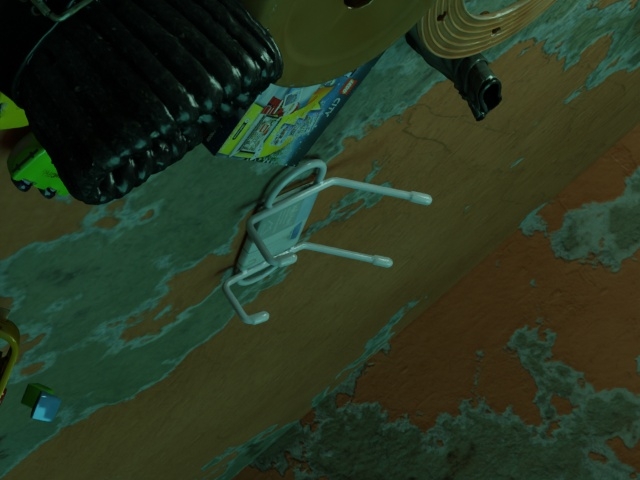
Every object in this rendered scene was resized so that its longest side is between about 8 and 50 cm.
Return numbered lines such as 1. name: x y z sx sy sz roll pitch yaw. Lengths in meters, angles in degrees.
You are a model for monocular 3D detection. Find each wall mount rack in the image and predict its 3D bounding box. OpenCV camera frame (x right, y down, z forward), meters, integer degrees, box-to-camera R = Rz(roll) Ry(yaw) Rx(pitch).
1. wall mount rack: 0.000 0.000 1.509 0.304 0.130 0.350 -26 160 -29

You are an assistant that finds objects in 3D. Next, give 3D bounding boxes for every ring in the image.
1. ring: 0.226 -0.330 0.981 0.336 0.032 0.336 -35 160 -15

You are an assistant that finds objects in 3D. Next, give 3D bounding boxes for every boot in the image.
1. boot: -0.218 -0.120 0.560 0.348 0.260 0.131 -32 -174 -14
2. boot: 0.169 -0.246 1.154 0.083 0.161 0.246 -39 162 6

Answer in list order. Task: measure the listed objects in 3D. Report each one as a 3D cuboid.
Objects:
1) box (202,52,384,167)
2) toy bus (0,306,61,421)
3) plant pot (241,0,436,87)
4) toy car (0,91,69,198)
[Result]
1. box: -0.012 -0.181 0.964 0.233 0.044 0.159 -51 158 19
2. toy bus: -0.409 0.127 1.110 0.191 0.202 0.104 29 83 -63
3. plant pot: -0.023 -0.258 0.715 0.291 0.203 0.291 -31 161 -12
4. toy car: -0.296 -0.090 0.873 0.239 0.053 0.225 -39 162 9
